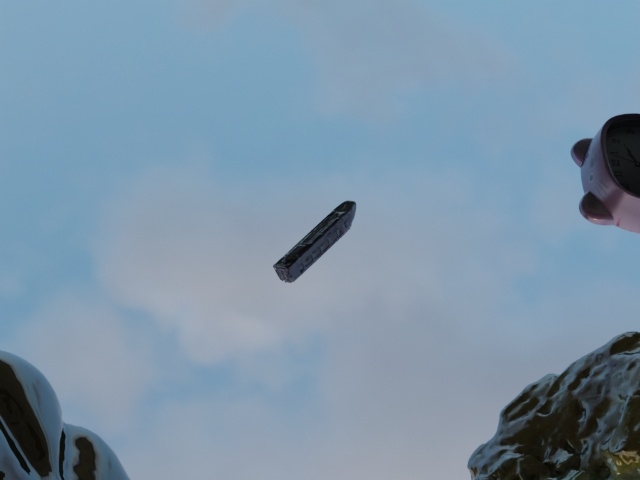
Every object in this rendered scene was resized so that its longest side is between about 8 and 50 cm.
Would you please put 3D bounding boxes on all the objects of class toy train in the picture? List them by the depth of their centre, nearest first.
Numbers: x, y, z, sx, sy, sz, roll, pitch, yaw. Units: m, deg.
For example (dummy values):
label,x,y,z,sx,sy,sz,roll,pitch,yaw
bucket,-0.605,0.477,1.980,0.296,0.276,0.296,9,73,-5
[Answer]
label,x,y,z,sx,sy,sz,roll,pitch,yaw
toy train,0.000,0.000,0.886,0.017,0.017,0.083,7,-139,47

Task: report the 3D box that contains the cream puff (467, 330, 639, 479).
label,x,y,z,sx,sy,sz,roll,pitch,yaw
cream puff,0.255,0.221,1.035,0.282,0.185,0.282,-38,-162,15

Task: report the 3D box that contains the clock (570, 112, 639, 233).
label,x,y,z,sx,sy,sz,roll,pitch,yaw
clock,0.345,-0.079,1.381,0.110,0.050,0.153,4,-133,-2

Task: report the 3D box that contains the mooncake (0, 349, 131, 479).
label,x,y,z,sx,sy,sz,roll,pitch,yaw
mooncake,-0.384,0.364,1.413,0.262,0.467,0.467,-33,-133,15
